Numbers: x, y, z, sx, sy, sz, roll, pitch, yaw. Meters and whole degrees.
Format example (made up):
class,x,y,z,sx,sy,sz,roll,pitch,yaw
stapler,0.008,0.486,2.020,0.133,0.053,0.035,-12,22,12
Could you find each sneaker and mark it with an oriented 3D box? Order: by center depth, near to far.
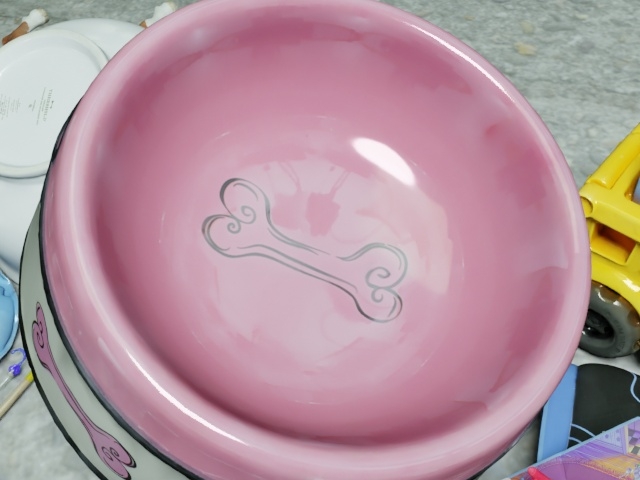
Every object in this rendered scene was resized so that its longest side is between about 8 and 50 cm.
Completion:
class,x,y,z,sx,sy,sz,roll,pitch,yaw
sneaker,0.186,0.179,0.444,0.090,0.081,0.232,6,49,21

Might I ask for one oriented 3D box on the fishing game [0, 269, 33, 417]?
class,x,y,z,sx,sy,sz,roll,pitch,yaw
fishing game,-0.370,0.086,0.614,0.263,0.041,0.189,21,55,12

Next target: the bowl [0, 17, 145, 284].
class,x,y,z,sx,sy,sz,roll,pitch,yaw
bowl,-0.230,-0.099,0.629,0.297,0.134,0.298,-4,70,10

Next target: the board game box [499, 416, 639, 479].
class,x,y,z,sx,sy,sz,roll,pitch,yaw
board game box,0.131,0.164,0.364,0.168,0.033,0.133,-40,23,30

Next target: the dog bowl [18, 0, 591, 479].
class,x,y,z,sx,sy,sz,roll,pitch,yaw
dog bowl,0.000,0.000,0.473,0.407,0.150,0.408,6,65,-13

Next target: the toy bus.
class,x,y,z,sx,sy,sz,roll,pitch,yaw
toy bus,0.293,0.004,0.498,0.220,0.212,0.149,34,59,28

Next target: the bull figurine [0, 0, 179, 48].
class,x,y,z,sx,sy,sz,roll,pitch,yaw
bull figurine,-0.260,-0.202,0.808,0.310,0.101,0.189,4,46,7
